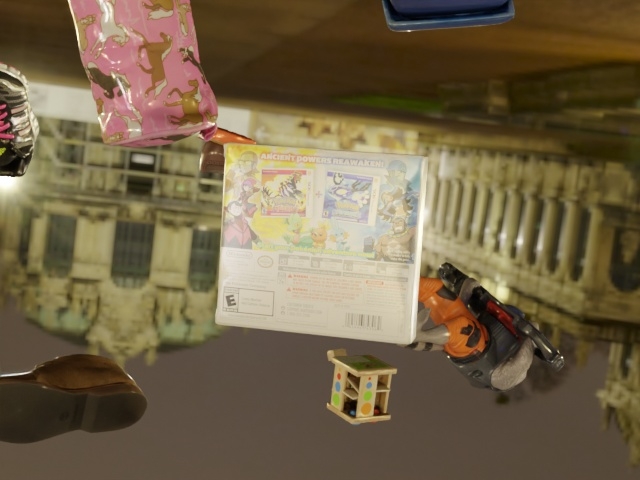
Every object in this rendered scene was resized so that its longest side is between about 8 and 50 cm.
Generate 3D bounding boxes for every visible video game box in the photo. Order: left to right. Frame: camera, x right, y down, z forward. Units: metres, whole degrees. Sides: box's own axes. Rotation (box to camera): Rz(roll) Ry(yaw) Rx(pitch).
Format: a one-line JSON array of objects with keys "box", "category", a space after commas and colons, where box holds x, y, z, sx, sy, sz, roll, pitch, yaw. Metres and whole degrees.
[{"box": [0.000, 0.000, 1.082, 0.205, 0.187, 0.048, 5, -172, 13], "category": "video game box"}]

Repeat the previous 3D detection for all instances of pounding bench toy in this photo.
[{"box": [0.035, 0.160, 1.174, 0.052, 0.065, 0.083, 0, -167, -33], "category": "pounding bench toy"}]

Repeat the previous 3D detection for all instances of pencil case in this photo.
[{"box": [-0.251, -0.315, 1.466, 0.167, 0.386, 0.160, -9, -174, 20], "category": "pencil case"}]

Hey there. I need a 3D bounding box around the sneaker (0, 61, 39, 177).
[{"box": [-0.317, -0.114, 1.061, 0.063, 0.075, 0.170, -1, 158, -2], "category": "sneaker"}]

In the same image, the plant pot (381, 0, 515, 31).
[{"box": [0.190, -0.455, 1.649, 0.236, 0.236, 0.212, -5, 147, -3], "category": "plant pot"}]

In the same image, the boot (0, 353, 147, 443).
[{"box": [-0.431, 0.238, 1.677, 0.305, 0.112, 0.115, 5, -149, -37], "category": "boot"}]

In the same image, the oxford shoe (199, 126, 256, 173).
[{"box": [-0.099, -0.129, 2.031, 0.271, 0.098, 0.097, 19, -175, -16], "category": "oxford shoe"}]

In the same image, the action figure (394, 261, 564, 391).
[{"box": [0.221, 0.143, 1.792, 0.330, 0.178, 0.341, 34, -175, -29], "category": "action figure"}]
